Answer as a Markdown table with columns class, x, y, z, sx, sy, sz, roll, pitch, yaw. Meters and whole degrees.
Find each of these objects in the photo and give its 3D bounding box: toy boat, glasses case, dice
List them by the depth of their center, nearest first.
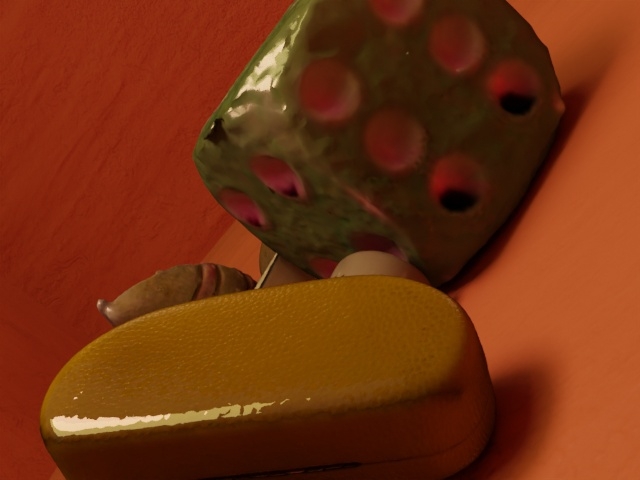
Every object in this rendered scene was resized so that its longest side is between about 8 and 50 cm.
| class | x | y | z | sx | sy | sz | roll | pitch | yaw |
| --- | --- | --- | --- | --- | --- | --- | --- | --- | --- |
| glasses case | -0.040 | 0.134 | 0.805 | 0.371 | 0.141 | 0.173 | -10 | 37 | 16 |
| dice | 0.065 | -0.139 | 1.125 | 0.318 | 0.322 | 0.330 | -58 | 10 | -21 |
| toy boat | -0.163 | 0.154 | 1.406 | 0.111 | 0.293 | 0.276 | 19 | 40 | 38 |

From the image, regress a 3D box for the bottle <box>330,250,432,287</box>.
| class | x | y | z | sx | sy | sz | roll | pitch | yaw |
| --- | --- | --- | --- | --- | --- | --- | --- | --- | --- |
| bottle | 0.028 | 0.135 | 0.964 | 0.120 | 0.120 | 0.253 | -42 | 17 | 48 |

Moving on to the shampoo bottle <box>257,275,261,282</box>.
| class | x | y | z | sx | sy | sz | roll | pitch | yaw |
| --- | --- | --- | --- | --- | --- | --- | --- | --- | --- |
| shampoo bottle | -0.111 | 0.157 | 1.641 | 0.153 | 0.071 | 0.284 | -48 | 14 | 43 |

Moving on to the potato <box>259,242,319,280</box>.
| class | x | y | z | sx | sy | sz | roll | pitch | yaw |
| --- | --- | --- | --- | --- | --- | --- | --- | --- | --- |
| potato | 0.000 | 0.000 | 1.441 | 0.251 | 0.159 | 0.174 | -35 | -9 | 26 |

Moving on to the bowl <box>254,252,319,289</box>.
| class | x | y | z | sx | sy | sz | roll | pitch | yaw |
| --- | --- | --- | --- | --- | --- | --- | --- | --- | --- |
| bowl | -0.059 | 0.135 | 1.266 | 0.237 | 0.126 | 0.238 | -61 | 3 | 6 |
